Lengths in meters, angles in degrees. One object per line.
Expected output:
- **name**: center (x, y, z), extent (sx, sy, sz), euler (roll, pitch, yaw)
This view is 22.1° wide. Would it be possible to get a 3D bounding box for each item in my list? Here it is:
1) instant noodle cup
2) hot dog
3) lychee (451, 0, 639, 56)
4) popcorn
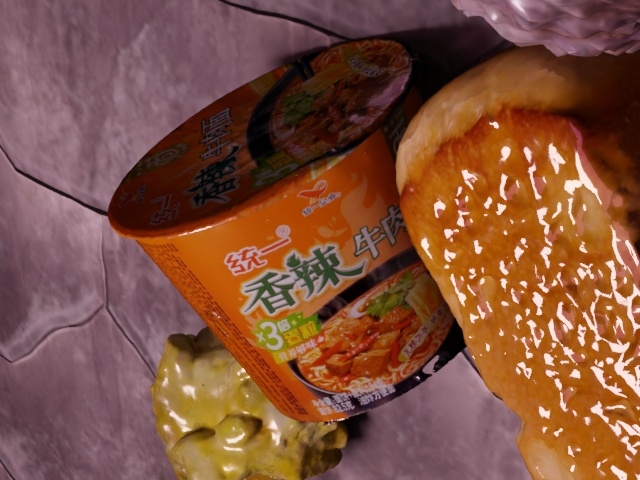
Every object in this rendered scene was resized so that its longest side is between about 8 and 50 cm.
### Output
- **instant noodle cup**: center (0.000, 0.000, 1.097), extent (0.230, 0.230, 0.182), euler (-5, 122, 46)
- **hot dog**: center (0.221, 0.064, 0.909), extent (0.185, 0.223, 0.405), euler (-29, 86, 49)
- **lychee**: center (0.148, -0.225, 0.722), extent (0.300, 0.300, 0.300), euler (25, 132, 31)
- **popcorn**: center (-0.056, 0.136, 1.314), extent (0.173, 0.142, 0.173), euler (21, 114, 58)
